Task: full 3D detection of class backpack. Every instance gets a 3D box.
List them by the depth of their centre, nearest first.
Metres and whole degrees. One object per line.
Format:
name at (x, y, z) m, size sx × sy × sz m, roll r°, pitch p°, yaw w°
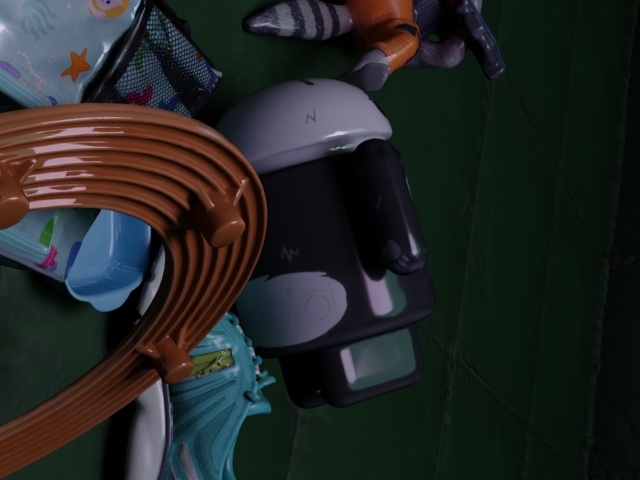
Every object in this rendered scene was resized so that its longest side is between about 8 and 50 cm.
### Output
backpack at (-0.192, -0.104, 0.542) m, size 0.191 × 0.225 × 0.253 m, roll -62°, pitch 159°, yaw -14°

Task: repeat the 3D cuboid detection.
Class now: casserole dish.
casserole dish at (-0.170, -0.042, 0.825) m, size 0.114 × 0.037 × 0.188 m, roll -14°, pitch 105°, yaw -64°

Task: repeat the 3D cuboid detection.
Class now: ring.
ring at (-0.170, 0.061, 0.557) m, size 0.032 × 0.336 × 0.336 m, roll 56°, pitch 14°, yaw 23°

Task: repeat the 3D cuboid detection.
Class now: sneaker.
sneaker at (-0.089, 0.104, 0.906) m, size 0.107 × 0.110 × 0.275 m, roll -12°, pitch 105°, yaw -82°

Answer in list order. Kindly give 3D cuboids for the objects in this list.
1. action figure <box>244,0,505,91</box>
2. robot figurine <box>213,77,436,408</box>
action figure at (0.037, -0.288, 1.185) m, size 0.341 × 0.178 × 0.330 m, roll 61°, pitch 20°, yaw 4°
robot figurine at (0.003, -0.001, 0.969) m, size 0.173 × 0.209 × 0.278 m, roll -9°, pitch 84°, yaw -70°
